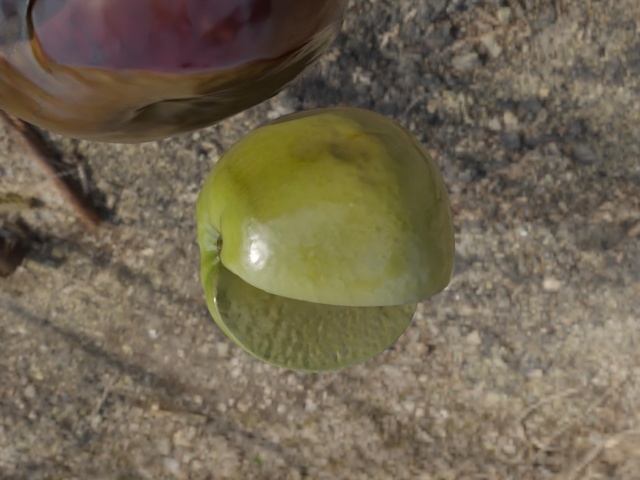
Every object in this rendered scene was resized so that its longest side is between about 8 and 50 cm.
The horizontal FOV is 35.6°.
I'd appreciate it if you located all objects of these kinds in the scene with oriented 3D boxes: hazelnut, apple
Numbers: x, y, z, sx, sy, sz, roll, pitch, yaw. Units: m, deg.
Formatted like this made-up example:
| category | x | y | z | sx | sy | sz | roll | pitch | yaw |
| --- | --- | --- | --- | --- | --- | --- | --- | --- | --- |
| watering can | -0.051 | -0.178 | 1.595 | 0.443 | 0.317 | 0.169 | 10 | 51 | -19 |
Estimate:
| category | x | y | z | sx | sy | sz | roll | pitch | yaw |
| --- | --- | --- | --- | --- | --- | --- | --- | --- | --- |
| hazelnut | -0.163 | -0.254 | 0.859 | 0.359 | 0.359 | 0.409 | 27 | 152 | -21 |
| apple | 0.000 | 0.000 | 1.083 | 0.254 | 0.291 | 0.292 | -3 | 146 | -23 |
